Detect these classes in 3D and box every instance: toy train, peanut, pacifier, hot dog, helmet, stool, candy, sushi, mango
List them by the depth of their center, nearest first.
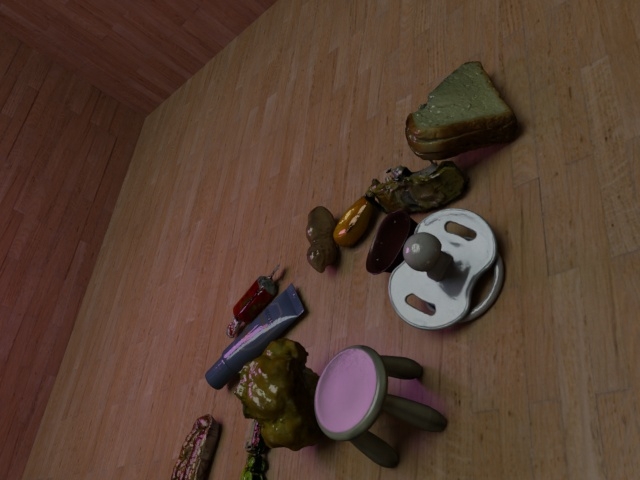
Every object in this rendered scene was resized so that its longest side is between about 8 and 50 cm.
[{"bbox_3d":[0.120,0.339,1.275,0.195,0.198,0.195,-47,34,21],"label":"stool"},{"bbox_3d":[0.253,0.054,1.306,0.238,0.226,0.287,31,91,38],"label":"pacifier"},{"bbox_3d":[0.198,0.024,1.496,0.175,0.106,0.155,-58,24,8],"label":"helmet"},{"bbox_3d":[0.232,-0.145,1.563,0.291,0.139,0.131,-5,53,53],"label":"sushi"},{"bbox_3d":[-0.172,0.571,1.604,0.085,0.053,0.250,-28,44,46],"label":"toy train"},{"bbox_3d":[0.097,-0.054,1.718,0.187,0.066,0.101,-58,22,14],"label":"mango"},{"bbox_3d":[0.001,0.000,1.777,0.085,0.104,0.228,-27,47,29],"label":"peanut"},{"bbox_3d":[-0.368,0.636,1.794,0.131,0.069,0.253,-6,59,51],"label":"hot dog"},{"bbox_3d":[-0.212,0.192,1.945,0.292,0.059,0.086,-50,31,13],"label":"candy"}]

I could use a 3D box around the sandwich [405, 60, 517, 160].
[{"bbox_3d":[0.323,-0.327,1.518,0.254,0.100,0.288,-13,45,5],"label":"sandwich"}]

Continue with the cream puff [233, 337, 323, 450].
[{"bbox_3d":[-0.098,0.372,1.467,0.185,0.282,0.282,-21,46,18],"label":"cream puff"}]

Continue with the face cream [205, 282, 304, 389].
[{"bbox_3d":[-0.197,0.297,1.827,0.385,0.086,0.135,-46,36,12],"label":"face cream"}]
